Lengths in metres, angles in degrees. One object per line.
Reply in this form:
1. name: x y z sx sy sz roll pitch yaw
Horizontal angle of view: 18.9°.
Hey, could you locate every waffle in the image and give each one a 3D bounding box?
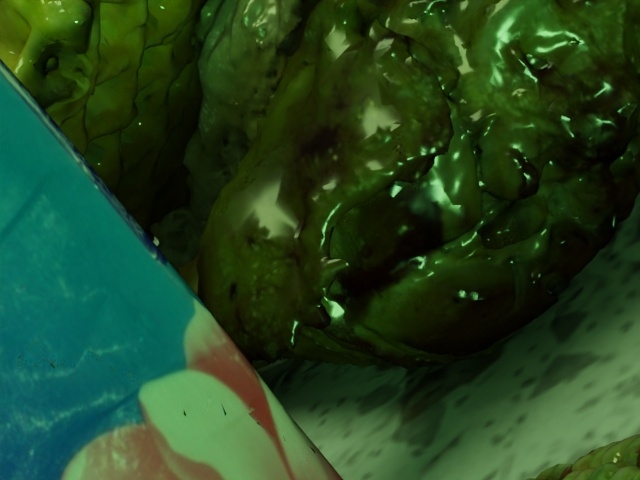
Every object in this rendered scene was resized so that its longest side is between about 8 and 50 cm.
1. waffle: -0.106 -0.071 0.980 0.329 0.062 0.329 -54 -15 -21

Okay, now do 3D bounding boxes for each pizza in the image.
1. pizza: 0.016 -0.133 0.967 0.089 0.223 0.323 29 60 23

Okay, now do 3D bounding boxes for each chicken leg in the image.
1. chicken leg: 0.005 0.005 0.772 0.361 0.140 0.211 -40 -5 27

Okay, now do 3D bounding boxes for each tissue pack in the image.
1. tissue pack: -0.113 0.071 0.600 0.209 0.270 0.137 -18 27 46

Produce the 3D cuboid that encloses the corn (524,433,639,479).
1. corn: 0.134 0.075 0.434 0.086 0.086 0.253 -49 19 -30
